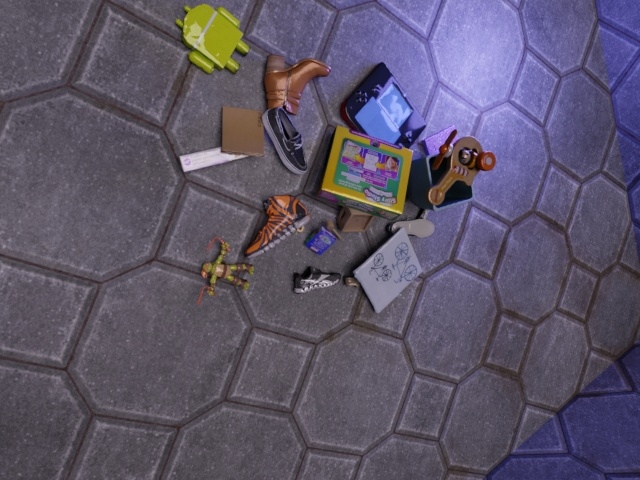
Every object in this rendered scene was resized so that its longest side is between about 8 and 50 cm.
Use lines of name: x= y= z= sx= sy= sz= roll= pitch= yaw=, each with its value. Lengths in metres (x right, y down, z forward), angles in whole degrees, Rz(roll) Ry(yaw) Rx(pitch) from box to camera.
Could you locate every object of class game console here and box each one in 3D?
game console: x=0.300 y=-0.574 z=1.940 sx=0.342 sy=0.060 sz=0.386 roll=-49 pitch=113 yaw=-13

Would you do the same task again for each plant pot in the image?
plant pot: x=0.532 y=-0.286 z=1.971 sx=0.246 sy=0.252 sz=0.248 roll=-16 pitch=102 yaw=-24

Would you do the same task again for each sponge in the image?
sponge: x=0.615 y=-0.491 z=2.112 sx=0.210 sy=0.031 sz=0.117 roll=-29 pitch=107 yaw=-20

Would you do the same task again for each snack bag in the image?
snack bag: x=0.329 y=0.150 z=1.992 sx=0.342 sy=0.037 sz=0.323 roll=-42 pitch=127 yaw=-15

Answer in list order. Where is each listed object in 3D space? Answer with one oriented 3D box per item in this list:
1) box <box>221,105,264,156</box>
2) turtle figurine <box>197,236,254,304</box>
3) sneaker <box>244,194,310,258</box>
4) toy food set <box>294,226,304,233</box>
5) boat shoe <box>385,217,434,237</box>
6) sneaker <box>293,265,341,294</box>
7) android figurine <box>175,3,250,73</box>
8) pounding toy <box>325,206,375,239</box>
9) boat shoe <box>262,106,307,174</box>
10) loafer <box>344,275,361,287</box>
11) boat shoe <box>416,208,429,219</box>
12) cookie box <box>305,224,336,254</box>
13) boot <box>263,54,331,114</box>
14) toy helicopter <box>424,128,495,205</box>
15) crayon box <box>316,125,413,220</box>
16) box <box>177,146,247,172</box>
box: x=-0.304 y=-0.429 z=1.637 sx=0.164 sy=0.021 sz=0.202 roll=2 pitch=72 yaw=-18
turtle figurine: x=-0.388 y=0.136 z=1.671 sx=0.217 sy=0.087 sz=0.270 roll=19 pitch=78 yaw=-33
sneaker: x=-0.213 y=-0.072 z=1.729 sx=0.321 sy=0.124 sz=0.180 roll=-37 pitch=97 yaw=-16
toy food set: x=-0.111 y=-0.072 z=1.817 sx=0.082 sy=0.020 sz=0.084 roll=-8 pitch=99 yaw=-24
boat shoe: x=0.440 y=-0.059 z=2.047 sx=0.254 sy=0.079 sz=0.096 roll=-6 pitch=100 yaw=-22
sneaker: x=-0.013 y=0.161 z=1.855 sx=0.234 sy=0.078 sz=0.106 roll=-13 pitch=103 yaw=-22
android figurine: x=-0.410 y=-0.770 z=1.586 sx=0.272 sy=0.056 sz=0.249 roll=29 pitch=83 yaw=-25
pounding toy: x=0.113 y=-0.094 z=1.876 sx=0.205 sy=0.181 sz=0.094 roll=-1 pitch=53 yaw=-25
boat shoe: x=-0.120 y=-0.406 z=1.708 sx=0.108 sy=0.102 sz=0.301 roll=-52 pitch=124 yaw=-40
loafer: x=0.175 y=0.196 z=1.963 sx=0.147 sy=0.056 sz=0.050 roll=8 pitch=96 yaw=-21
boat shoe: x=0.521 y=-0.158 z=2.092 sx=0.040 sy=0.049 sz=0.142 roll=22 pitch=88 yaw=-25
cookie box: x=0.000 y=0.000 z=1.836 sx=0.091 sy=0.040 sz=0.107 roll=36 pitch=117 yaw=-24
boot: x=-0.092 y=-0.632 z=1.718 sx=0.283 sy=0.109 sz=0.221 roll=-1 pitch=94 yaw=-23
toy helicopter: x=0.557 y=-0.303 z=1.770 sx=0.235 sy=0.140 sz=0.355 roll=44 pitch=79 yaw=-20
crayon box: x=0.196 y=-0.288 z=1.802 sx=0.362 sy=0.106 sz=0.314 roll=16 pitch=73 yaw=-9
box: x=-0.389 y=-0.334 z=1.635 sx=0.323 sy=0.067 sz=0.063 roll=-19 pitch=103 yaw=-23
